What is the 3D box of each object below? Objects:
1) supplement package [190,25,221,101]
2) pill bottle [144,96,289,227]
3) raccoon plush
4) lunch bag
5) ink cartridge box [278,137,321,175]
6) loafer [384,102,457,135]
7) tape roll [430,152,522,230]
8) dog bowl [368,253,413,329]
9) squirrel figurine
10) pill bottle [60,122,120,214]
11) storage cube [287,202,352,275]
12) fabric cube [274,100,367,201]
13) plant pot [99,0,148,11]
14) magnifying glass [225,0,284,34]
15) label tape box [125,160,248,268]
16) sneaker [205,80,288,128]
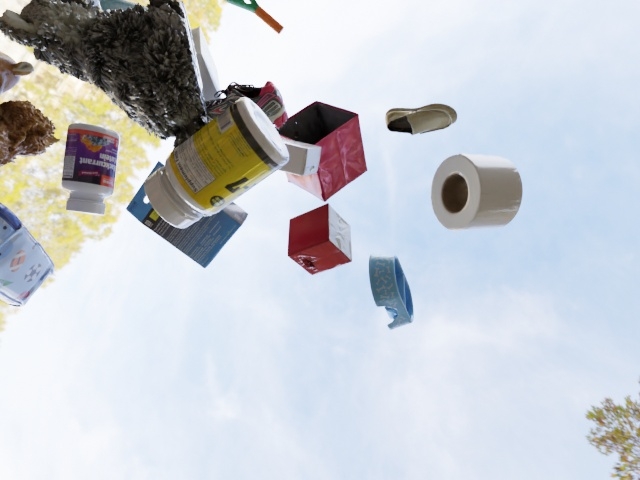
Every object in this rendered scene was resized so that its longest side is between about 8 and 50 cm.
[{"bbox_3d":[-0.403,-0.476,1.216,0.194,0.149,0.203,-17,-132,0],"label":"supplement package"},{"bbox_3d":[-0.163,-0.115,0.668,0.208,0.119,0.119,-33,-130,13],"label":"pill bottle"},{"bbox_3d":[-0.361,-0.249,0.748,0.298,0.216,0.447,-11,-101,-10],"label":"raccoon plush"},{"bbox_3d":[-0.591,-0.016,0.688,0.115,0.243,0.303,-61,179,-33],"label":"lunch bag"},{"bbox_3d":[-0.124,-0.279,1.370,0.217,0.158,0.092,17,-72,13],"label":"ink cartridge box"},{"bbox_3d":[0.359,-0.431,1.552,0.268,0.102,0.092,3,-128,28],"label":"loafer"},{"bbox_3d":[0.501,-0.154,1.385,0.246,0.169,0.246,178,-90,-68],"label":"tape roll"},{"bbox_3d":[0.222,0.155,1.299,0.074,0.297,0.166,-11,-132,20],"label":"dog bowl"},{"bbox_3d":[-0.957,-0.391,1.189,0.280,0.397,0.371,-24,-150,12],"label":"squirrel figurine"},{"bbox_3d":[-0.526,-0.158,0.971,0.108,0.108,0.194,5,-92,42],"label":"pill bottle"},{"bbox_3d":[0.000,0.000,1.707,0.193,0.183,0.215,-21,-131,25],"label":"storage cube"},{"bbox_3d":[0.000,-0.358,1.687,0.259,0.258,0.254,-39,-132,-22],"label":"fabric cube"},{"bbox_3d":[-0.741,-0.706,1.420,0.247,0.252,0.247,27,-72,21],"label":"plant pot"},{"bbox_3d":[-0.206,-0.691,1.242,0.092,0.231,0.026,-59,-168,-23],"label":"magnifying glass"},{"bbox_3d":[-0.474,-0.100,1.524,0.249,0.347,0.115,-45,-166,23],"label":"label tape box"},{"bbox_3d":[-0.235,-0.356,1.116,0.298,0.112,0.121,-1,-131,14],"label":"sneaker"}]
